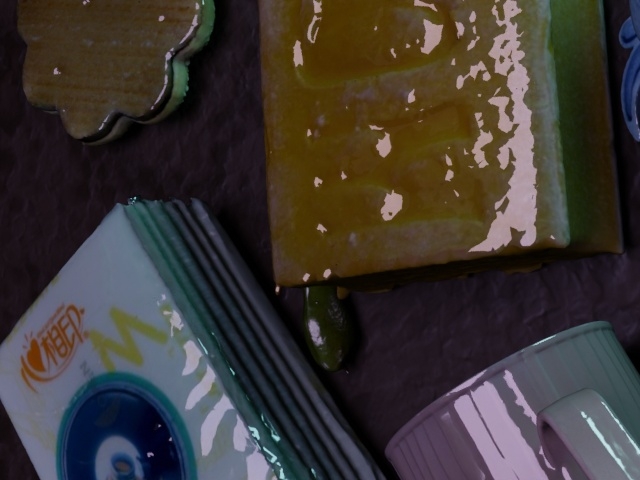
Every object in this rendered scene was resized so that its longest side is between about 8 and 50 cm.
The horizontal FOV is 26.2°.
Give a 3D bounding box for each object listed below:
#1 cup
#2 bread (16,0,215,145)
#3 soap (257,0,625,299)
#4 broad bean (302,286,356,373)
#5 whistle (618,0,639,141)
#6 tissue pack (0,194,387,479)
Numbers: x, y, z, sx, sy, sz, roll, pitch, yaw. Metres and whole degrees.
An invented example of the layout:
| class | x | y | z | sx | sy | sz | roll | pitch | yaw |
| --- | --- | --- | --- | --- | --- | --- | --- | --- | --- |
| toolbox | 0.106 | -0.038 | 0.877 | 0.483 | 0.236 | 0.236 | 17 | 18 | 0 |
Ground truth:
| class | x | y | z | sx | sy | sz | roll | pitch | yaw |
| --- | --- | --- | --- | --- | --- | --- | --- | --- | --- |
| cup | 0.211 | 0.206 | 1.035 | 0.273 | 0.208 | 0.288 | 62 | 142 | 19 |
| bread | -0.231 | -0.204 | 1.498 | 0.286 | 0.056 | 0.207 | 15 | 95 | 37 |
| soap | 0.096 | -0.126 | 1.187 | 0.293 | 0.156 | 0.335 | -6 | 83 | 38 |
| broad bean | 0.000 | 0.001 | 1.317 | 0.053 | 0.052 | 0.256 | 157 | 108 | -77 |
| whistle | 0.292 | -0.160 | 1.060 | 0.180 | 0.093 | 0.269 | -16 | 83 | 58 |
| tissue pack | -0.140 | 0.191 | 1.352 | 0.287 | 0.162 | 0.388 | -47 | 63 | 28 |
